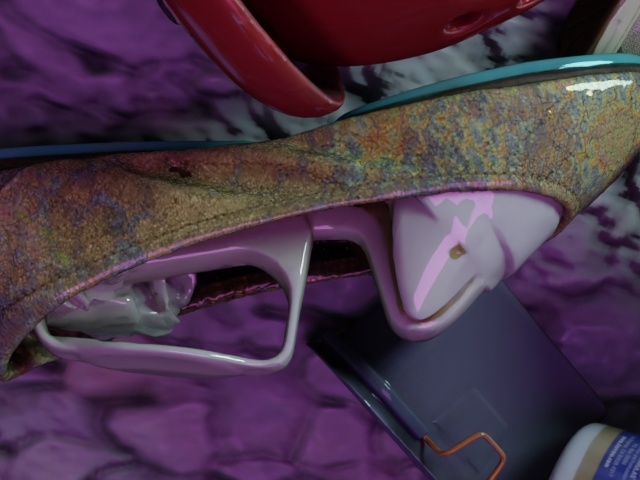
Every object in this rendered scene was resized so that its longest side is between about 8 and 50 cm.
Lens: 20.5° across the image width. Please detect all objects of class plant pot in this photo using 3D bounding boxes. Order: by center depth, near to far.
[{"bbox_3d":[0.012,-0.158,0.717,0.174,0.191,0.191,-33,114,13],"label":"plant pot"}]

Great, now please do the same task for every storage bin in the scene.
[{"bbox_3d":[0.075,0.075,0.874,0.091,0.098,0.135,-44,113,-4],"label":"storage bin"}]

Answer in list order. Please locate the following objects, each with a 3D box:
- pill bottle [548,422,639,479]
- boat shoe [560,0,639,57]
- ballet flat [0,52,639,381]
[{"bbox_3d":[0.197,0.161,0.819,0.186,0.112,0.112,15,112,22],"label":"pill bottle"},{"bbox_3d":[0.171,-0.138,0.827,0.049,0.056,0.152,25,114,-24],"label":"boat shoe"},{"bbox_3d":[0.000,0.000,0.803,0.348,0.123,0.123,-9,113,-4],"label":"ballet flat"}]
